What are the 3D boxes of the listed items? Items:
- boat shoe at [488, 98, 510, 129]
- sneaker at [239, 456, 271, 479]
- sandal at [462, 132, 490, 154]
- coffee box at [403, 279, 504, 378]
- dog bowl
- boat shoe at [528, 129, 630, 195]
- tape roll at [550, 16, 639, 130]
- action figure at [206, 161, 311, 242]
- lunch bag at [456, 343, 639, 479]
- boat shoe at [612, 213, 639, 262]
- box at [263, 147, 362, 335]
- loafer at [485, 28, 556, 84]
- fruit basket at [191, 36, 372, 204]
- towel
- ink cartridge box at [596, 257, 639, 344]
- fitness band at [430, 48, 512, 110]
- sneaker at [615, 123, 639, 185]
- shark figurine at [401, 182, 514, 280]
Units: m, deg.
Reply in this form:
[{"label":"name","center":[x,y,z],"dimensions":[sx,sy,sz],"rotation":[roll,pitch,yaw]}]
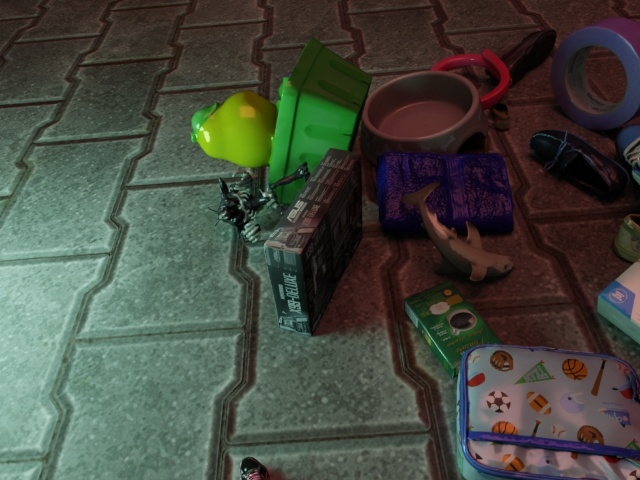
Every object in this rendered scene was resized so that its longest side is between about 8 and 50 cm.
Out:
[{"label":"boat shoe","center":[0.515,-0.375,1.578],"dimensions":[0.056,0.048,0.152],"rotation":[3,45,9]},{"label":"sneaker","center":[-0.096,0.386,0.865],"dimensions":[0.047,0.057,0.119],"rotation":[-25,47,-16]},{"label":"sandal","center":[0.411,-0.253,1.465],"dimensions":[0.072,0.049,0.180],"rotation":[13,47,18]},{"label":"coffee box","center":[0.251,0.166,1.063],"dimensions":[0.113,0.040,0.184],"rotation":[-21,46,-14]},{"label":"dog bowl","center":[0.268,-0.329,1.478],"dimensions":[0.349,0.102,0.348],"rotation":[-10,46,10]},{"label":"boat shoe","center":[0.619,-0.198,1.345],"dimensions":[0.089,0.108,0.258],"rotation":[-25,45,-33]},{"label":"tape roll","center":[0.749,-0.435,1.454],"dimensions":[0.090,0.274,0.275],"rotation":[-28,49,-20]},{"label":"action figure","center":[-0.144,-0.085,1.232],"dimensions":[0.276,0.163,0.141],"rotation":[-18,6,15]},{"label":"lunch bag","center":[0.370,0.293,0.875],"dimensions":[0.304,0.114,0.243],"rotation":[4,47,11]},{"label":"boat shoe","center":[0.758,0.024,1.121],"dimensions":[0.286,0.089,0.104],"rotation":[16,48,20]},{"label":"box","center":[0.000,0.000,1.115],"dimensions":[0.077,0.242,0.307],"rotation":[14,49,19]},{"label":"loafer","center":[0.639,-0.596,1.754],"dimensions":[0.095,0.109,0.303],"rotation":[29,57,35]},{"label":"fruit basket","center":[-0.099,-0.270,1.309],"dimensions":[0.393,0.391,0.282],"rotation":[8,46,13]},{"label":"towel","center":[0.288,-0.123,1.292],"dimensions":[0.309,0.076,0.227],"rotation":[-1,55,0]},{"label":"ink cartridge box","center":[0.653,0.085,1.027],"dimensions":[0.231,0.078,0.134],"rotation":[-40,51,-4]},{"label":"fitness band","center":[0.444,-0.477,1.654],"dimensions":[0.209,0.054,0.290],"rotation":[-25,43,7]},{"label":"sneaker","center":[0.751,-0.189,1.236],"dimensions":[0.236,0.130,0.322],"rotation":[17,36,-38]},{"label":"shark figurine","center":[0.261,0.013,1.159],"dimensions":[0.278,0.116,0.166],"rotation":[43,45,5]}]
